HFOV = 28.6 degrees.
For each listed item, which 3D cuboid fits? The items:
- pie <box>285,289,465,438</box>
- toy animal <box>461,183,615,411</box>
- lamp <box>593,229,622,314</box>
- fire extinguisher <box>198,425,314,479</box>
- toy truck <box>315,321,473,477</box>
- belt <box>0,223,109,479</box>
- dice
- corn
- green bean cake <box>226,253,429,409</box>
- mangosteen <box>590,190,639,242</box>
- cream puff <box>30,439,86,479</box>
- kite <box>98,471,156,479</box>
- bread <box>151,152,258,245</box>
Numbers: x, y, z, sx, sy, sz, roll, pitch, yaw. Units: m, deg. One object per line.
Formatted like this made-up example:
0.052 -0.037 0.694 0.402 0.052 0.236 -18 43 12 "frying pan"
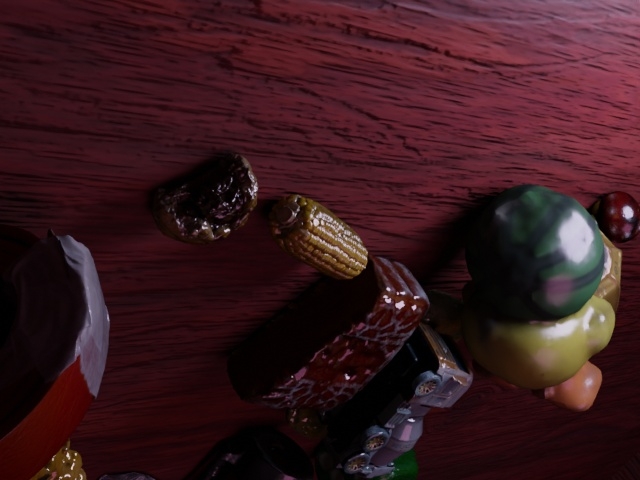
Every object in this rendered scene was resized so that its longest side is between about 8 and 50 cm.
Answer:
0.093 0.189 1.861 0.323 0.070 0.323 -29 154 -16 "pie"
0.286 0.088 1.716 0.191 0.216 0.338 -44 141 -41 "toy animal"
0.378 0.063 1.906 0.161 0.161 0.185 -32 157 -8 "lamp"
-0.182 0.435 1.882 0.376 0.200 0.113 -56 180 17 "fire extinguisher"
0.104 0.232 1.743 0.140 0.108 0.257 18 122 -41 "toy truck"
-0.324 0.116 1.070 0.323 0.227 0.115 -28 155 -13 "belt"
0.073 0.366 2.053 0.120 0.128 0.131 -2 139 -46 "dice"
0.000 0.000 1.447 0.068 0.068 0.207 -40 152 7 "corn"
0.018 0.122 1.619 0.233 0.097 0.198 -47 146 17 "green bean cake"
0.453 -0.034 1.920 0.081 0.081 0.081 -28 152 -16 "mangosteen"
-0.366 0.257 1.246 0.343 0.231 0.327 -46 148 19 "cream puff"
-0.351 0.416 1.758 0.285 0.015 0.152 -43 150 8 "kite"
-0.111 -0.033 1.270 0.113 0.060 0.082 -31 151 -14 "bread"
